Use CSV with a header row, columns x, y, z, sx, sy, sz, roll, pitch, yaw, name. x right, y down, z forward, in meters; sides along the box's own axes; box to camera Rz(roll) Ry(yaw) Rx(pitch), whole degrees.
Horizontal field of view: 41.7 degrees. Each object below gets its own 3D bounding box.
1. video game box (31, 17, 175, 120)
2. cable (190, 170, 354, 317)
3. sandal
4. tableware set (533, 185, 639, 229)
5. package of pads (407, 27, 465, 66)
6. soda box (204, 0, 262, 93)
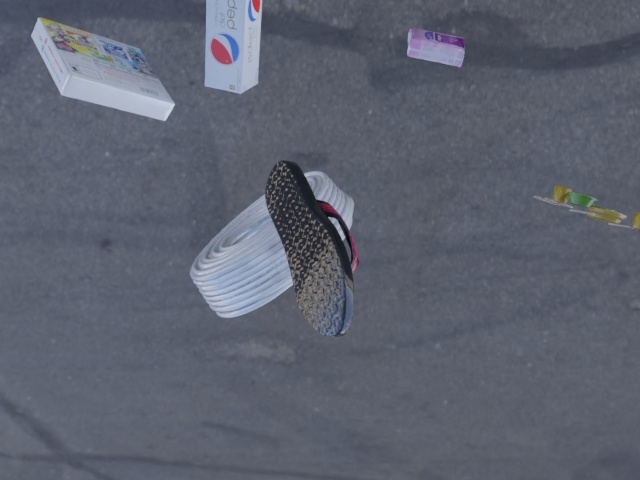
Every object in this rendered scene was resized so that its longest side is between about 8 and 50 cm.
x,y,z,sx,sy,sz,roll,pitch,yaw,name
-0.380,-0.298,1.466,0.205,0.187,0.048,9,128,-44,video game box
-0.070,0.003,1.213,0.257,0.257,0.089,-33,106,7,cable
0.000,0.000,0.658,0.040,0.179,0.067,10,127,-29,sandal
0.362,-0.043,1.087,0.154,0.024,0.104,16,-179,-25,tableware set
0.166,-0.279,1.211,0.083,0.050,0.032,12,128,-1,package of pads
-0.143,-0.359,1.387,0.074,0.069,0.216,14,118,16,soda box
